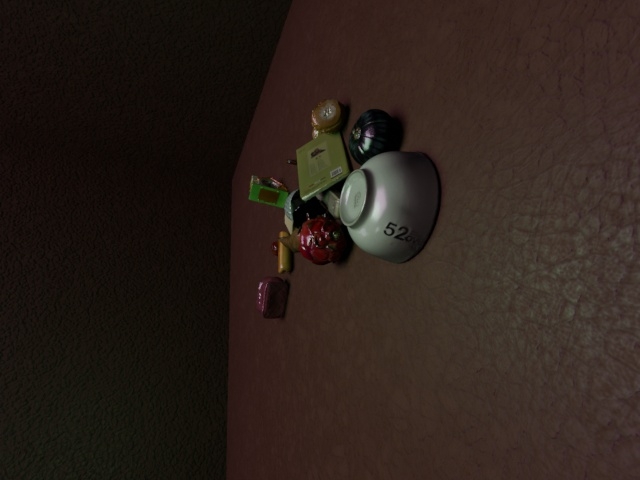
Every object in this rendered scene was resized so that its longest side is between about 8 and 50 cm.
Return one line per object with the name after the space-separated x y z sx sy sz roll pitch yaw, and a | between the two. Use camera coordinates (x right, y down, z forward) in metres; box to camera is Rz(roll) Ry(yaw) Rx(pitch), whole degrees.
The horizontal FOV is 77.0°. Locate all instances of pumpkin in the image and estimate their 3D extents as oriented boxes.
0.174 -0.351 1.380 0.202 0.140 0.201 -35 50 57 | pumpkin

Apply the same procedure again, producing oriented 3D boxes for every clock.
-0.324 -0.323 2.494 0.255 0.220 0.106 -106 33 -60 | clock

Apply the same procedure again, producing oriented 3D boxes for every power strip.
0.032 -0.206 1.778 0.387 0.066 0.092 -125 42 -57 | power strip

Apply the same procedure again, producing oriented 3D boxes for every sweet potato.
-0.105 -0.003 1.954 0.423 0.131 0.130 168 109 -68 | sweet potato

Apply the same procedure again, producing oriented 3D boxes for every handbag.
-0.265 0.311 2.200 0.135 0.147 0.224 -160 77 -64 | handbag

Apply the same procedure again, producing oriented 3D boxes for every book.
0.006 -0.344 1.764 0.239 0.035 0.352 -28 44 21 | book

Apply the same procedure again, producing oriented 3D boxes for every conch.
-0.101 -0.163 1.921 0.131 0.172 0.199 10 103 57 | conch

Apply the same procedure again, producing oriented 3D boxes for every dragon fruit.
0.000 0.000 1.613 0.193 0.192 0.274 -64 20 -13 | dragon fruit

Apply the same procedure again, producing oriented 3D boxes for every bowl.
0.177 -0.114 1.225 0.354 0.185 0.353 -171 90 -68 | bowl

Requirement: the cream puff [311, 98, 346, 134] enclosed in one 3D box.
0.037 -0.545 1.781 0.115 0.165 0.150 26 -135 -81 | cream puff

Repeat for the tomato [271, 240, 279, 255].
-0.246 0.047 2.346 0.087 0.075 0.087 29 122 59 | tomato

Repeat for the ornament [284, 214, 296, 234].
-0.148 -0.105 2.190 0.201 0.059 0.180 153 121 -67 | ornament

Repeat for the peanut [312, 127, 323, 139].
0.014 -0.549 1.914 0.192 0.089 0.089 114 153 -43 | peanut

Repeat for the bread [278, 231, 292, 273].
-0.193 0.064 2.206 0.092 0.074 0.239 115 156 -61 | bread

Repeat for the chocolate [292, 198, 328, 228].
-0.046 -0.128 1.751 0.133 0.156 0.156 -97 25 -54 | chocolate

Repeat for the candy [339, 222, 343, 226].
0.106 -0.077 1.560 0.077 0.073 0.262 69 159 7 | candy

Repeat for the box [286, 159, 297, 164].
-0.166 -0.460 2.357 0.082 0.052 0.023 -153 74 -66 | box

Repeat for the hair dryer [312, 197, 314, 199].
-0.056 -0.314 1.988 0.173 0.050 0.194 84 -171 -53 | hair dryer
